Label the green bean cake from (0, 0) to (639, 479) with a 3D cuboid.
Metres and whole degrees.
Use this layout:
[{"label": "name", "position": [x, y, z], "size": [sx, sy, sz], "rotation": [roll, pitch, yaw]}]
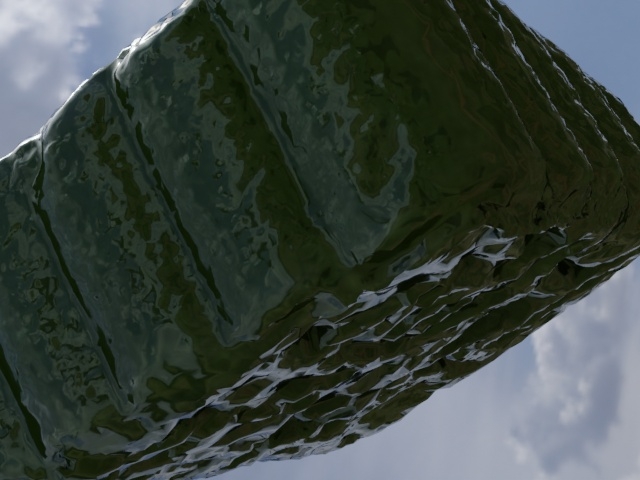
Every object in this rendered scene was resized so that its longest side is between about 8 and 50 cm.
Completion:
[{"label": "green bean cake", "position": [0.000, 0.000, 0.477], "size": [0.248, 0.222, 0.125], "rotation": [-4, -117, -60]}]
